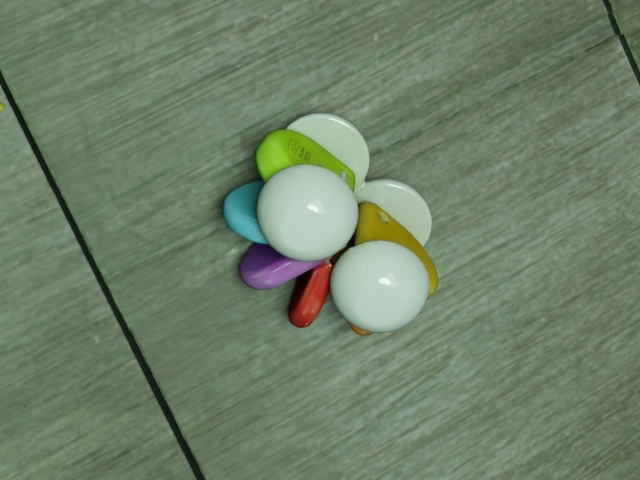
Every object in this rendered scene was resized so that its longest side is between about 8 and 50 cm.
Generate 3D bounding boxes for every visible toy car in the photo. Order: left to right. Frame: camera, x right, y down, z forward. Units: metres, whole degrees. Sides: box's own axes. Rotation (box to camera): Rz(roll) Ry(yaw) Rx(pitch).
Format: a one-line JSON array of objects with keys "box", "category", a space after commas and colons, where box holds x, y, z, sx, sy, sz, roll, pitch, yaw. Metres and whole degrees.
[{"box": [0.000, 0.000, 1.127, 0.136, 0.159, 0.182, -38, 109, 23], "category": "toy car"}]

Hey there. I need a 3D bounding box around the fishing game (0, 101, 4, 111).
[{"box": [-0.320, -0.004, 0.987, 0.041, 0.189, 0.264, 40, 90, 25], "category": "fishing game"}]
